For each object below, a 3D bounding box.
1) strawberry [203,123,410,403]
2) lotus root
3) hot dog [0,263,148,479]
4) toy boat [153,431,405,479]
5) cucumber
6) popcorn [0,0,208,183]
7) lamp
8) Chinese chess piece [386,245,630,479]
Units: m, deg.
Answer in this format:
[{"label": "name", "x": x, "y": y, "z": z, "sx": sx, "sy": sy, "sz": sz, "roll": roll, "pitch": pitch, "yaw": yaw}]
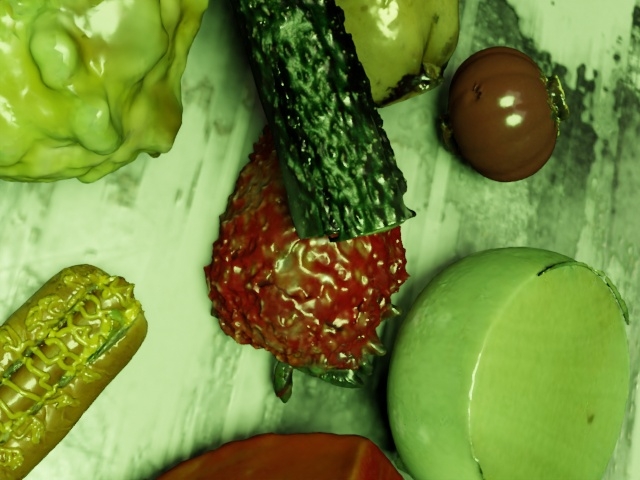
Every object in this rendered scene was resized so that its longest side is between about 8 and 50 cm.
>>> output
[{"label": "strawberry", "x": 0.001, "y": 0.004, "z": 0.418, "sx": 0.140, "sy": 0.085, "sz": 0.192, "roll": 32, "pitch": 71, "yaw": -12}, {"label": "lotus root", "x": 0.017, "y": -0.192, "z": 0.433, "sx": 0.125, "sy": 0.118, "sz": 0.220, "roll": -24, "pitch": 89, "yaw": -55}, {"label": "hot dog", "x": -0.166, "y": 0.083, "z": 0.362, "sx": 0.071, "sy": 0.045, "sz": 0.165, "roll": 45, "pitch": 71, "yaw": -9}, {"label": "toy boat", "x": -0.079, "y": 0.221, "z": 0.333, "sx": 0.332, "sy": 0.145, "sz": 0.133, "roll": -25, "pitch": 115, "yaw": -20}, {"label": "cucumber", "x": -0.014, "y": -0.116, "z": 0.357, "sx": 0.067, "sy": 0.067, "sz": 0.245, "roll": -15, "pitch": 84, "yaw": -22}, {"label": "popcorn", "x": -0.141, "y": -0.125, "z": 0.326, "sx": 0.167, "sy": 0.185, "sz": 0.187, "roll": 11, "pitch": 44, "yaw": -34}, {"label": "lamp", "x": 0.134, "y": -0.093, "z": 0.479, "sx": 0.101, "sy": 0.090, "sz": 0.101, "roll": 44, "pitch": 39, "yaw": -51}, {"label": "Chinese chess piece", "x": 0.130, "y": 0.098, "z": 0.437, "sx": 0.189, "sy": 0.083, "sz": 0.188, "roll": -2, "pitch": 94, "yaw": -36}]
